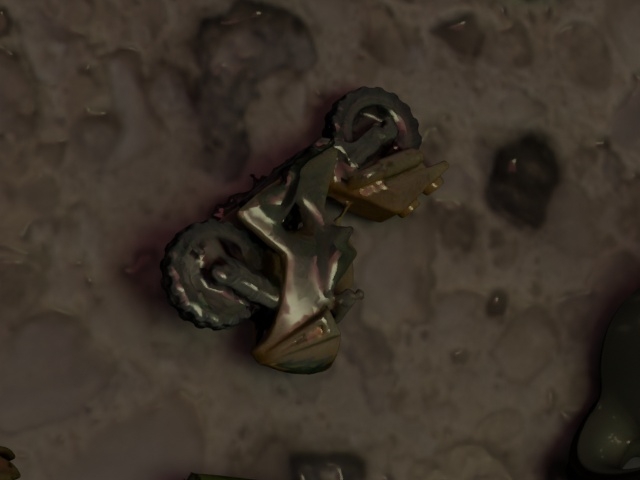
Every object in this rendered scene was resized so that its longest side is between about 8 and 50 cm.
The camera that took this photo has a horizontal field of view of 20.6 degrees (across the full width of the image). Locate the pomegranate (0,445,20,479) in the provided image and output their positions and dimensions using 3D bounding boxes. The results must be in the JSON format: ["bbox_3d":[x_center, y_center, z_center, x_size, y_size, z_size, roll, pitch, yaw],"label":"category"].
[{"bbox_3d":[-0.249,0.127,1.072,0.142,0.114,0.114,25,72,-32],"label":"pomegranate"}]

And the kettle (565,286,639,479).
[{"bbox_3d":[0.263,0.098,1.118,0.221,0.236,0.161,-39,101,-16],"label":"kettle"}]

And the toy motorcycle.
[{"bbox_3d":[0.000,0.000,1.164,0.229,0.094,0.130,-42,94,-30],"label":"toy motorcycle"}]

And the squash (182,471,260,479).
[{"bbox_3d":[0.001,0.201,1.118,0.188,0.095,0.095,8,76,-14],"label":"squash"}]
